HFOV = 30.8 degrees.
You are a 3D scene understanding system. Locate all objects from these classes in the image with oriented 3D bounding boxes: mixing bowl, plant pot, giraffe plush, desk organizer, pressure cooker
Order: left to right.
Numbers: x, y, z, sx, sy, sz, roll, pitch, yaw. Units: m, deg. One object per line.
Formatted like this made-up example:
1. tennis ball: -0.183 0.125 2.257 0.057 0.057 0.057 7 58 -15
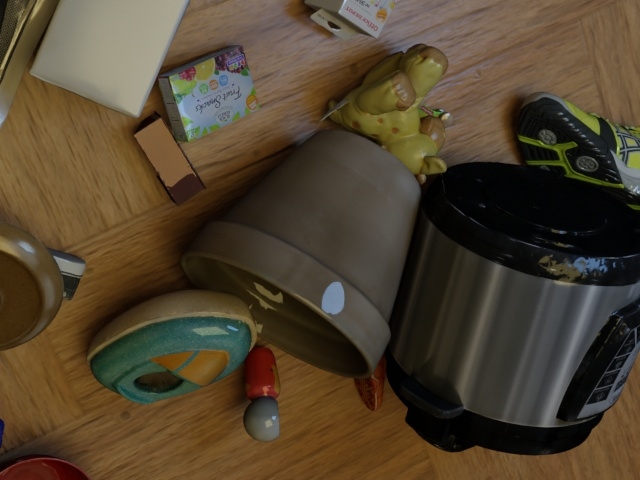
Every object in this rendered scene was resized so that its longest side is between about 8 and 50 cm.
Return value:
1. plant pot: -0.473 0.071 1.591 0.236 0.032 0.236 -4 126 -5
2. mixing bowl: -0.423 0.385 1.712 0.181 0.098 0.181 -6 106 -21
3. desk organizer: -0.224 -0.119 1.697 0.050 0.047 0.130 -34 114 -9
4. plant pot: 0.000 0.000 1.706 0.323 0.323 0.280 40 70 -26
5. giraffe plush: 0.123 -0.172 1.752 0.210 0.181 0.170 -36 106 -2
6. pressure cooker: 0.295 0.127 1.797 0.370 0.375 0.420 9 114 -11

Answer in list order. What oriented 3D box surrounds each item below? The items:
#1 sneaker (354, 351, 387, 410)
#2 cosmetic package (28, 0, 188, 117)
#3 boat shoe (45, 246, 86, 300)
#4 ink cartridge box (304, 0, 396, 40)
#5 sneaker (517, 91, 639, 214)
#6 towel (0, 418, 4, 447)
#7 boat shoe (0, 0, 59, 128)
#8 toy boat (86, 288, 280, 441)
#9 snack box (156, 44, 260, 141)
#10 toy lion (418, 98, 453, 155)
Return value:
1. sneaker: 0.094 0.198 1.907 0.067 0.064 0.175 -11 111 -31
2. cosmetic package: -0.235 -0.362 1.524 0.156 0.217 0.385 24 92 -12
3. boat shoe: -0.438 0.033 1.627 0.219 0.078 0.070 19 94 -28
4. ink cartridge box: 0.054 -0.370 1.716 0.092 0.090 0.143 24 93 -41
5. sneaker: 0.482 -0.140 1.966 0.384 0.145 0.147 35 58 -24
6. towel: -0.625 0.299 1.624 0.308 0.076 0.228 24 100 -27
7. boat shoe: -0.475 -0.230 1.530 0.158 0.127 0.340 25 85 -20
8. toy boat: -0.166 0.191 1.711 0.267 0.148 0.318 -28 141 30
9. snack box: -0.160 -0.213 1.680 0.141 0.037 0.100 -31 117 -36
10. toy lion: 0.158 -0.177 1.857 0.100 0.034 0.096 30 98 -26
